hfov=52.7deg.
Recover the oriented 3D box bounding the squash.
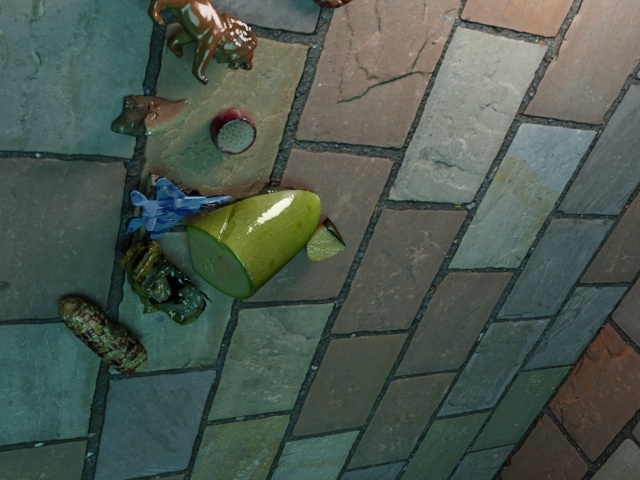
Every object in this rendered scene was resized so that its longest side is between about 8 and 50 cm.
[{"bbox_3d":[-0.144,-0.031,1.591,0.309,0.210,0.233,-50,159,-32],"label":"squash"}]

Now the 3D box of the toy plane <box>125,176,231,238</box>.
[{"bbox_3d":[-0.316,-0.085,1.463,0.247,0.078,0.169,-21,140,-39],"label":"toy plane"}]

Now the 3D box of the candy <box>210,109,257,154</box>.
[{"bbox_3d":[-0.192,-0.238,1.431,0.103,0.043,0.103,-15,133,-17],"label":"candy"}]

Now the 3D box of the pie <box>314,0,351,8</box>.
[{"bbox_3d":[0.038,-0.543,1.300,0.155,0.036,0.154,-15,134,-16],"label":"pie"}]

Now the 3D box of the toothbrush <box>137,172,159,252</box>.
[{"bbox_3d":[-0.411,-0.031,1.504,0.028,0.026,0.294,-10,133,-41],"label":"toothbrush"}]

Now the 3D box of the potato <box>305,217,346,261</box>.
[{"bbox_3d":[0.000,0.000,1.724,0.103,0.066,0.096,-32,121,6],"label":"potato"}]

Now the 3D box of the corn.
[{"bbox_3d":[-0.541,0.238,1.618,0.098,0.098,0.289,-32,131,-1],"label":"corn"}]

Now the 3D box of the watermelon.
[{"bbox_3d":[-0.336,-0.251,1.325,0.155,0.101,0.080,-9,120,-34],"label":"watermelon"}]

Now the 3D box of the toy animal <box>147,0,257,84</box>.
[{"bbox_3d":[-0.236,-0.424,1.228,0.157,0.097,0.312,-43,133,-6],"label":"toy animal"}]

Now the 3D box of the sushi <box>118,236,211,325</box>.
[{"bbox_3d":[-0.378,0.118,1.561,0.139,0.131,0.291,-53,149,-18],"label":"sushi"}]
